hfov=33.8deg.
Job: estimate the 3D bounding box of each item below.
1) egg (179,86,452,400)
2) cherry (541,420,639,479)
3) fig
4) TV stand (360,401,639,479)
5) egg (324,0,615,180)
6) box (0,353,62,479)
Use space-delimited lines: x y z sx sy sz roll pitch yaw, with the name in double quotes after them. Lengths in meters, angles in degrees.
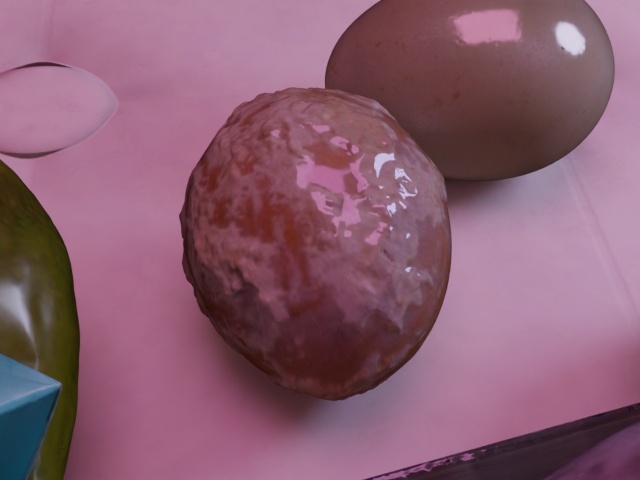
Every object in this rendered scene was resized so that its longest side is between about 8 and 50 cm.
0.000 0.000 0.775 0.204 0.203 0.245 -7 56 -10 "egg"
0.229 0.210 0.491 0.335 0.291 0.326 28 91 25 "cherry"
-0.267 0.084 0.660 0.233 0.233 0.314 -3 49 -6 "fig"
0.100 0.187 0.663 0.270 0.088 0.082 -12 48 -14 "TV stand"
0.131 -0.146 0.933 0.254 0.188 0.188 -5 44 5 "egg"
-0.265 0.088 0.426 0.205 0.118 0.311 22 5 8 "box"
